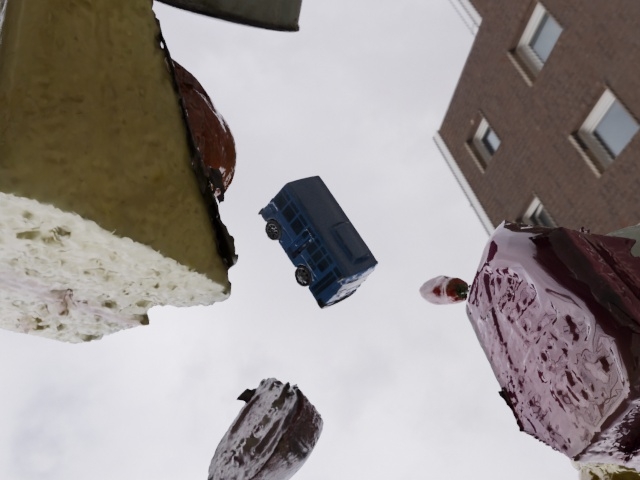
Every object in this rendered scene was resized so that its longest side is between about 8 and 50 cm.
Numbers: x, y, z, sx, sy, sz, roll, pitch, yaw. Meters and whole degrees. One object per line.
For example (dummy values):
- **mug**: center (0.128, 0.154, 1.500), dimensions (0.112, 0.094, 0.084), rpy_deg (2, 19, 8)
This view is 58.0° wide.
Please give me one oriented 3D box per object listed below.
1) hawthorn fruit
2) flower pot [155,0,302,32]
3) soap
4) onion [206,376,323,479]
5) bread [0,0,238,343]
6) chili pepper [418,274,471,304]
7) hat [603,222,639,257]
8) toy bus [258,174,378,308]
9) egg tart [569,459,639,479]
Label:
- **hawthorn fruit**: center (-0.216, -0.140, 0.669), dimensions (0.208, 0.207, 0.243), rpy_deg (-14, -88, -16)
- **flower pot**: center (-0.138, -0.548, 0.973), dimensions (0.294, 0.330, 0.293), rpy_deg (14, -155, -7)
- **soap**: center (0.281, 0.104, 0.634), dimensions (0.128, 0.220, 0.324), rpy_deg (2, -146, -11)
- **onion**: center (-0.106, 0.417, 1.139), dimensions (0.146, 0.314, 0.280), rpy_deg (36, -105, -16)
- **bread**: center (-0.235, -0.110, 0.538), dimensions (0.242, 0.346, 0.404), rpy_deg (17, -107, -45)
- **chili pepper**: center (0.239, 0.097, 1.107), dimensions (0.050, 0.191, 0.059), rpy_deg (22, -100, -16)
- **hat**: center (0.518, 0.019, 0.857), dimensions (0.258, 0.167, 0.301), rpy_deg (11, -142, 35)
- **toy bus**: center (0.000, 0.000, 1.113), dimensions (0.116, 0.133, 0.234), rpy_deg (-20, -108, -48)
- **egg tart**: center (0.455, 0.341, 0.758), dimensions (0.319, 0.319, 0.128), rpy_deg (29, -107, 12)
